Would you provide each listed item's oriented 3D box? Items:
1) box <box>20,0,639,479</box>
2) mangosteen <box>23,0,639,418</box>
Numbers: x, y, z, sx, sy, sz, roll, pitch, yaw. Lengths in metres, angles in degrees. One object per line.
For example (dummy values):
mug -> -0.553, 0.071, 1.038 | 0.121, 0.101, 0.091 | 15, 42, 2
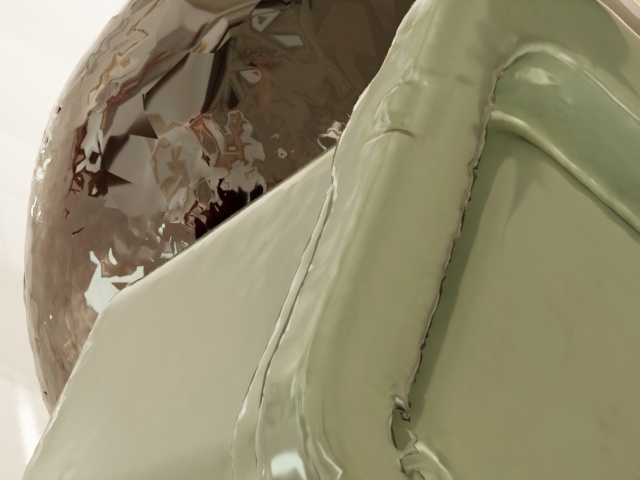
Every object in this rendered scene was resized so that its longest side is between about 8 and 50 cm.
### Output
box -> 0.070, 0.102, 0.477 | 0.312, 0.182, 0.175 | 39, -131, -22
mangosteen -> 0.010, -0.003, 0.756 | 0.293, 0.297, 0.297 | 33, -170, 32
